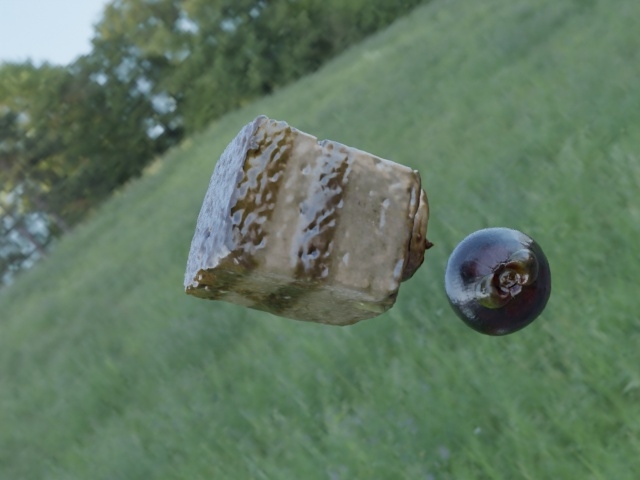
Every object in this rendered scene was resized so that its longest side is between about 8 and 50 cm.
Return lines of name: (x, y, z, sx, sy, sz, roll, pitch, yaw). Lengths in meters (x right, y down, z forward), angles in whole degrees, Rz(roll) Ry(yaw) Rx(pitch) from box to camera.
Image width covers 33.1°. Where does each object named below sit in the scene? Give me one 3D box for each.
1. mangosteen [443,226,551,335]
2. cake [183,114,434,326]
mangosteen: (0.243, 0.053, 1.451, 0.152, 0.152, 0.152, -46, -3, -4)
cake: (0.000, 0.000, 1.310, 0.196, 0.293, 0.198, 140, 144, -60)
